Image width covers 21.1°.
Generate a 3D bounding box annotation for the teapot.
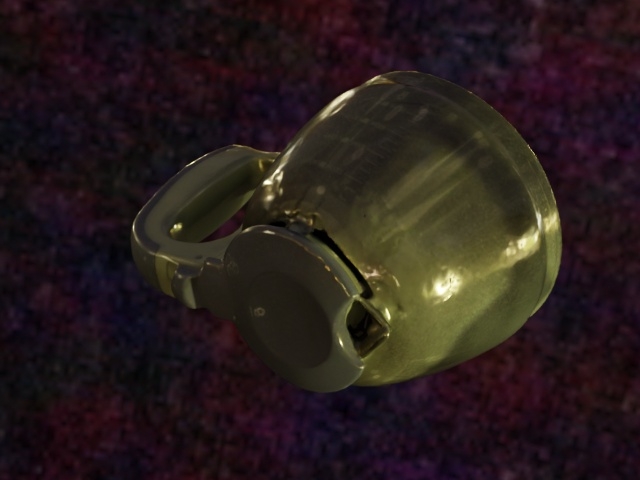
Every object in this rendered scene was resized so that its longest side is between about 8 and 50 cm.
[{"bbox_3d":[0.004,-0.006,0.635,0.149,0.111,0.108,40,47,18],"label":"teapot"}]
